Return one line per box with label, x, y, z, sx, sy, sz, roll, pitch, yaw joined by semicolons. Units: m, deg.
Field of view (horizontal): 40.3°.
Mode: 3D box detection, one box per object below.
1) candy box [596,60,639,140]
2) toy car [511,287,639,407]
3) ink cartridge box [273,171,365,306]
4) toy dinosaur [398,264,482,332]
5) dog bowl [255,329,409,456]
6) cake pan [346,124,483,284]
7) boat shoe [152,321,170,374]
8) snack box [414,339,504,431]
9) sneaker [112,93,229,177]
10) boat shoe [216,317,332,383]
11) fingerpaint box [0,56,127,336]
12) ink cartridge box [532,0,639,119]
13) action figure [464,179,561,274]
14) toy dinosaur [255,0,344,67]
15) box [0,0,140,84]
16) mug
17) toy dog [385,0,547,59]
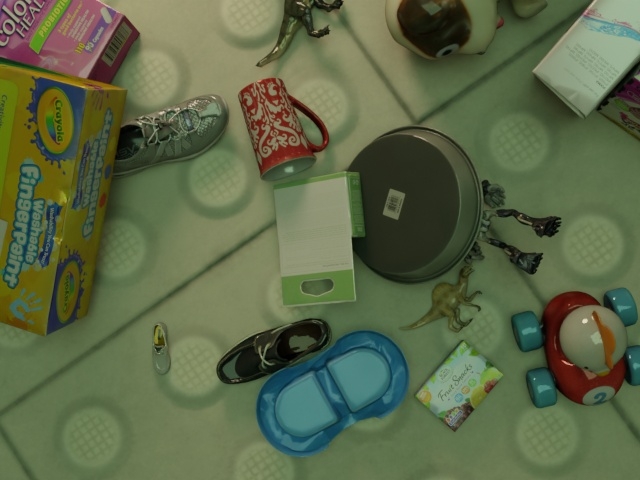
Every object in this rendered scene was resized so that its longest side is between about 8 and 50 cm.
candy box;0.603;-0.239;1.550;0.159;0.233;0.071;37;88;6
toy car;0.475;0.192;1.524;0.219;0.238;0.211;-14;85;2
ink cartridge box;0.000;0.000;1.617;0.171;0.056;0.235;-8;86;34
toy dinosaur;0.241;0.128;1.644;0.183;0.053;0.092;-47;74;11
dog bowl;0.024;0.281;1.625;0.297;0.074;0.166;-29;85;1
cake pan;0.151;-0.065;1.581;0.293;0.054;0.294;0;89;35
boat shoe;-0.307;0.207;1.666;0.035;0.035;0.100;-2;86;3
snack box;0.258;0.271;1.630;0.100;0.037;0.141;41;89;6
sneaker;-0.303;-0.196;1.654;0.281;0.115;0.105;-27;85;1
boat shoe;-0.093;0.206;1.635;0.233;0.079;0.084;-22;87;3
fingerpaint box;-0.582;-0.100;1.575;0.370;0.163;0.445;15;102;10
ink cartridge box;0.521;-0.371;1.528;0.131;0.226;0.306;43;106;5
action figure;0.290;-0.032;1.605;0.275;0.141;0.164;25;96;31
toy dinosaur;-0.027;-0.447;1.689;0.118;0.064;0.268;18;89;11
box;-0.515;-0.384;1.679;0.242;0.117;0.214;30;88;5
mug;-0.077;-0.214;1.665;0.113;0.150;0.169;-27;79;37
toy dog;0.258;-0.523;1.557;0.395;0.284;0.408;18;94;-12
